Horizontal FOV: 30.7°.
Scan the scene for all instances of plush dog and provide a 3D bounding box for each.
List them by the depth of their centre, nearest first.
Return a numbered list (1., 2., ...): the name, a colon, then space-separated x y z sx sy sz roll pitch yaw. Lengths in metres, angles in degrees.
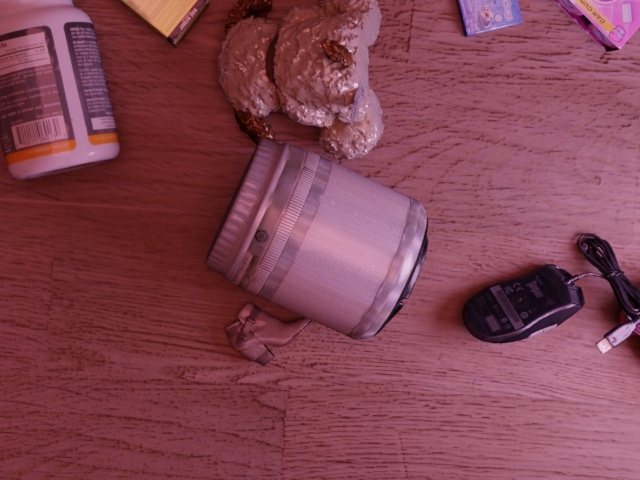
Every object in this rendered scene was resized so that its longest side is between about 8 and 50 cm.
1. plush dog: -0.042 -0.246 1.668 0.225 0.210 0.263 -2 91 21

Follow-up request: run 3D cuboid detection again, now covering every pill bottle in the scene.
1. pill bottle: -0.386 -0.235 1.630 0.162 0.162 0.279 -12 93 -5

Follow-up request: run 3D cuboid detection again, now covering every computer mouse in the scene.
1. computer mouse: 0.357 0.115 1.743 0.262 0.060 0.184 -28 55 -9

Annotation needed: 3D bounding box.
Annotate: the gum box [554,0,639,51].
1. gum box: 0.411 -0.388 1.753 0.188 0.062 0.107 42 90 -7

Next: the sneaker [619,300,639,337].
1. sneaker: 0.580 0.190 1.785 0.112 0.121 0.299 -34 97 26

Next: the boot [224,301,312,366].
1. boot: -0.081 0.127 1.740 0.118 0.042 0.087 -42 88 -10

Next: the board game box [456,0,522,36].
1. board game box: 0.252 -0.363 1.761 0.090 0.020 0.090 -15 94 -6

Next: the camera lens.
1. camera lens: 0.000 0.000 1.650 0.274 0.219 0.219 24 90 -7

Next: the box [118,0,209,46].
1. box: -0.276 -0.387 1.686 0.232 0.058 0.087 38 88 -7
